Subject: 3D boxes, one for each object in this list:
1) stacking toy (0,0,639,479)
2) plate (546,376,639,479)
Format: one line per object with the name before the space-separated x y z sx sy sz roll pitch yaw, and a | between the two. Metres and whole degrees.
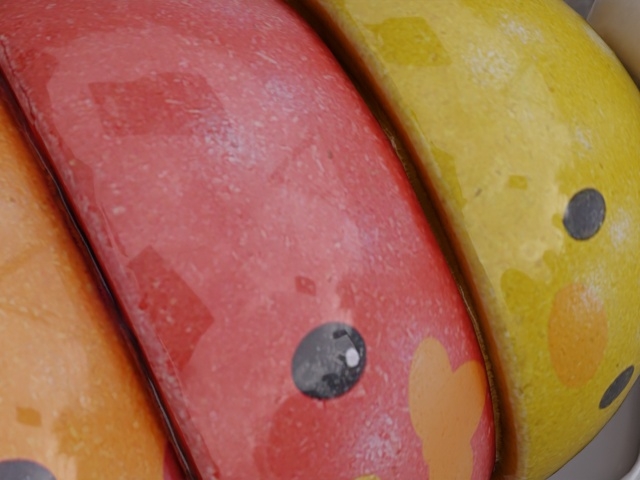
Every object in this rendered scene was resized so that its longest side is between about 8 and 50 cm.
stacking toy | 0.000 0.000 0.542 0.480 0.350 0.351 -27 79 -10
plate | 0.061 0.051 0.777 0.045 0.277 0.278 56 37 -27
